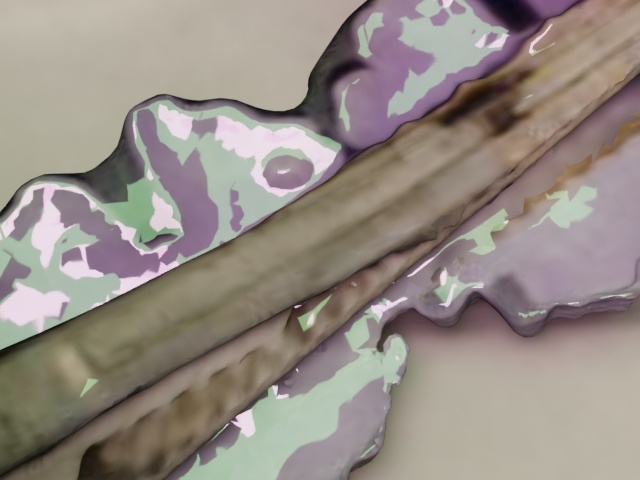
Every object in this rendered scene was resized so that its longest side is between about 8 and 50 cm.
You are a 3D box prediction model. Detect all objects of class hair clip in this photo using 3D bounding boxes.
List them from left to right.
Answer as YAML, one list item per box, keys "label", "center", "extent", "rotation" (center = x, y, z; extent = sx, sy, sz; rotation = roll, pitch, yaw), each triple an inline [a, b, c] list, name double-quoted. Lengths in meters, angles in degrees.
- label: "hair clip"
  center: [0.000, 0.000, 0.437]
  extent: [0.292, 0.084, 0.106]
  rotation: [-34, 65, -15]
